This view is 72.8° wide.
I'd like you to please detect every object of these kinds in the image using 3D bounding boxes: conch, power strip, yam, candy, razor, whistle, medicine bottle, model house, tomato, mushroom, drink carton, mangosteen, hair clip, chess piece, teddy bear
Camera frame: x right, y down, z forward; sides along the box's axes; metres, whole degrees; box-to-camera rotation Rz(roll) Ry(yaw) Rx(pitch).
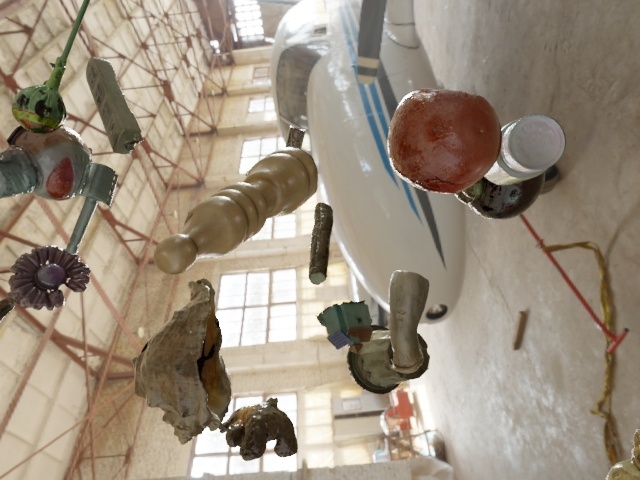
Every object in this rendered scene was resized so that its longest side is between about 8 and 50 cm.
[{"bbox_3d":[-0.267,0.247,0.845,0.263,0.186,0.324,4,104,66],"label":"conch"},{"bbox_3d":[-0.494,-0.327,1.027,0.048,0.080,0.286,-3,-121,-49],"label":"power strip"},{"bbox_3d":[0.000,0.000,1.144,0.274,0.061,0.061,-83,-10,-47],"label":"yam"},{"bbox_3d":[-0.528,-0.361,0.876,0.091,0.083,0.306,22,-92,-66],"label":"candy"},{"bbox_3d":[-0.513,-0.052,0.951,0.232,0.068,0.106,-48,35,34],"label":"razor"},{"bbox_3d":[-0.644,-0.153,0.955,0.348,0.189,0.189,-38,-52,-54],"label":"whistle"},{"bbox_3d":[0.472,-0.211,1.035,0.225,0.139,0.139,-1,-94,-84],"label":"medicine bottle"},{"bbox_3d":[0.083,0.264,1.259,0.119,0.148,0.149,-45,49,41],"label":"model house"},{"bbox_3d":[0.227,-0.182,0.815,0.208,0.208,0.185,-89,12,-77],"label":"tomato"},{"bbox_3d":[0.189,0.179,0.954,0.092,0.081,0.224,8,-96,-57],"label":"mushroom"},{"bbox_3d":[-0.117,-0.403,1.875,0.056,0.071,0.166,-90,14,-68],"label":"drink carton"},{"bbox_3d":[0.603,-0.221,1.499,0.300,0.300,0.301,-5,-90,-89],"label":"mangosteen"},{"bbox_3d":[-0.726,0.130,1.061,0.173,0.300,0.069,46,155,5],"label":"hair clip"},{"bbox_3d":[-0.133,-0.044,0.694,0.307,0.138,0.124,-45,-44,-49],"label":"chess piece"},{"bbox_3d":[-0.160,0.462,1.075,0.177,0.190,0.140,18,-117,-42],"label":"teddy bear"}]

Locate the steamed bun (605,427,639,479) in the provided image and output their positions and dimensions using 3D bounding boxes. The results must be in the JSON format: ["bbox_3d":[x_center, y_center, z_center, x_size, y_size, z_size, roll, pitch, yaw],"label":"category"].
[{"bbox_3d":[0.674,0.447,0.787,0.295,0.292,0.137,46,-172,-29],"label":"steamed bun"}]

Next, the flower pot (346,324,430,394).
[{"bbox_3d":[0.275,0.456,1.709,0.259,0.290,0.291,139,129,-62],"label":"flower pot"}]
